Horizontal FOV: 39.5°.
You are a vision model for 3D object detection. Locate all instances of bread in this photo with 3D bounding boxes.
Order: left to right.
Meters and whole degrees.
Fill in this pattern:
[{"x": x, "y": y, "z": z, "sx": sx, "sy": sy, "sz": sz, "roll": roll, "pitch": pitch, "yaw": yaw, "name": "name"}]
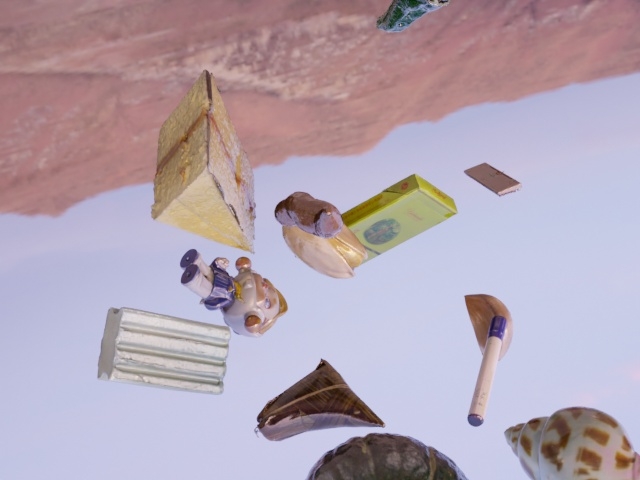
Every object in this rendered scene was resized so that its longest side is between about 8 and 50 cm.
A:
[{"x": -0.188, "y": -0.148, "z": 1.920, "sx": 0.242, "sy": 0.346, "sz": 0.404, "roll": -36, "pitch": 140, "yaw": 29, "name": "bread"}]

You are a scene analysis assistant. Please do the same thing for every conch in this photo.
[{"x": 0.556, "y": 0.478, "z": 1.985, "sx": 0.249, "sy": 0.197, "sz": 0.368, "roll": -23, "pitch": 174, "yaw": -38, "name": "conch"}]

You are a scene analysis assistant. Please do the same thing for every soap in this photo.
[{"x": -0.240, "y": 0.174, "z": 1.390, "sx": 0.198, "sy": 0.115, "sz": 0.063, "roll": 17, "pitch": 166, "yaw": -36, "name": "soap"}]

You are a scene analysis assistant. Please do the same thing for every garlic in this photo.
[{"x": 0.447, "y": 0.217, "z": 2.306, "sx": 0.101, "sy": 0.196, "sz": 0.087, "roll": -24, "pitch": 164, "yaw": 21, "name": "garlic"}]

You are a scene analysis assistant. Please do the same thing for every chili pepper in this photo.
[{"x": 0.148, "y": -0.416, "z": 1.582, "sx": 0.059, "sy": 0.088, "sz": 0.227, "roll": -47, "pitch": -169, "yaw": -18, "name": "chili pepper"}]

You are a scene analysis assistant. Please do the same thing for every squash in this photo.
[{"x": 0.082, "y": 0.367, "z": 1.103, "sx": 0.252, "sy": 0.252, "sz": 0.165, "roll": -14, "pitch": 176, "yaw": 2, "name": "squash"}]

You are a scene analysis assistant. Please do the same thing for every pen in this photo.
[{"x": 0.305, "y": 0.233, "z": 1.623, "sx": 0.033, "sy": 0.033, "sz": 0.269, "roll": -9, "pitch": -149, "yaw": 27, "name": "pen"}]

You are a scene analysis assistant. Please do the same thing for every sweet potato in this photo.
[{"x": -0.010, "y": -0.041, "z": 1.447, "sx": 0.059, "sy": 0.067, "sz": 0.281, "roll": -25, "pitch": -164, "yaw": -17, "name": "sweet potato"}]

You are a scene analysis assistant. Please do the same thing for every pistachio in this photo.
[{"x": 0.000, "y": 0.000, "z": 1.807, "sx": 0.117, "sy": 0.200, "sz": 0.145, "roll": -45, "pitch": 148, "yaw": 0, "name": "pistachio"}]

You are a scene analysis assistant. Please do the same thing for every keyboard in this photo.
[{"x": 0.339, "y": -0.121, "z": 1.758, "sx": 0.055, "sy": 0.017, "sz": 0.166, "roll": -22, "pitch": -157, "yaw": -7, "name": "keyboard"}]

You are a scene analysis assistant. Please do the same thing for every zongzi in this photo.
[{"x": -0.013, "y": 0.417, "z": 2.041, "sx": 0.247, "sy": 0.111, "sz": 0.241, "roll": -34, "pitch": -141, "yaw": -14, "name": "zongzi"}]

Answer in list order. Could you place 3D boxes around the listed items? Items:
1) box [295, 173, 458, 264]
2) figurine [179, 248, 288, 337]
[{"x": 0.121, "y": -0.028, "z": 1.990, "sx": 0.335, "sy": 0.047, "sz": 0.187, "roll": -29, "pitch": 149, "yaw": 25, "name": "box"}, {"x": -0.188, "y": 0.122, "z": 1.893, "sx": 0.133, "sy": 0.194, "sz": 0.274, "roll": -37, "pitch": 155, "yaw": 22, "name": "figurine"}]
